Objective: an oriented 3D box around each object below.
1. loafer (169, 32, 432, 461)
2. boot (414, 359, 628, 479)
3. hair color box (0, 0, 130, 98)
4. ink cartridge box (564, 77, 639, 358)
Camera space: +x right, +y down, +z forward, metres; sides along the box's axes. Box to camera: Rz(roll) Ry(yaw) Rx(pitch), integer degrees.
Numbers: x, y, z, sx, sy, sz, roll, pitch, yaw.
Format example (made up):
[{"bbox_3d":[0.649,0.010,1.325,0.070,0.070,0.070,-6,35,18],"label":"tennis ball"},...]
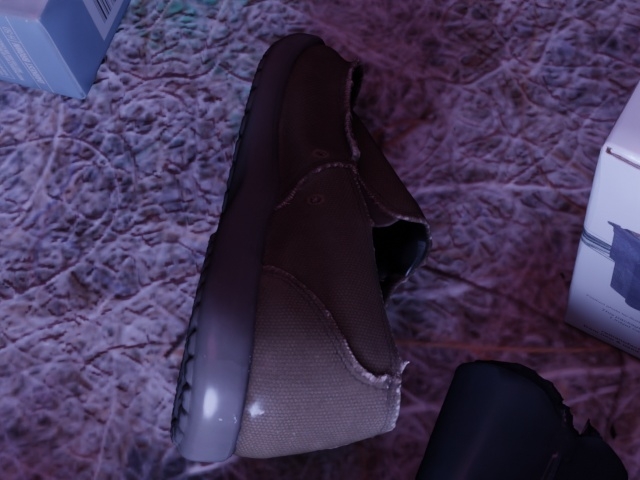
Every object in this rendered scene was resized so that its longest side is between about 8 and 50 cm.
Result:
[{"bbox_3d":[0.000,0.000,0.674,0.130,0.134,0.366,13,40,-4],"label":"loafer"},{"bbox_3d":[0.047,0.152,0.608,0.246,0.094,0.207,33,63,-12],"label":"boot"},{"bbox_3d":[-0.336,-0.258,0.884,0.374,0.113,0.185,15,69,13],"label":"hair color box"},{"bbox_3d":[0.232,-0.042,0.637,0.100,0.237,0.172,26,71,18],"label":"ink cartridge box"}]
